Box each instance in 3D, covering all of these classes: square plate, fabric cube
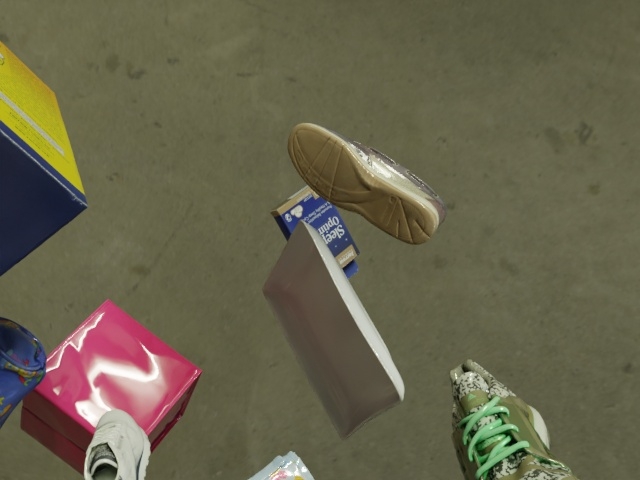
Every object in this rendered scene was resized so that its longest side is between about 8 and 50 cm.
[{"bbox_3d":[0.019,0.169,1.466,0.049,0.347,0.344,-22,74,-24],"label":"square plate"},{"bbox_3d":[-0.445,0.337,1.716,0.258,0.259,0.254,35,50,5],"label":"fabric cube"}]

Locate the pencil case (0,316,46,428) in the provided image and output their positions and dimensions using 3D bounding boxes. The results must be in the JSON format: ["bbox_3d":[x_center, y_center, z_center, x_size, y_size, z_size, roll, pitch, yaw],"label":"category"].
[{"bbox_3d":[-0.561,0.273,1.310,0.133,0.119,0.306,34,102,-17],"label":"pencil case"}]

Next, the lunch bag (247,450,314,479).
[{"bbox_3d":[-0.030,0.177,0.498,0.071,0.053,0.083,-35,120,-24],"label":"lunch bag"}]

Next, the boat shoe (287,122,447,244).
[{"bbox_3d":[0.075,-0.098,1.294,0.285,0.103,0.092,34,32,18],"label":"boat shoe"}]

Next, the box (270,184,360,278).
[{"bbox_3d":[0.000,0.000,1.715,0.136,0.036,0.225,-38,108,-33],"label":"box"}]

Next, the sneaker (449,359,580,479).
[{"bbox_3d":[0.228,0.273,1.092,0.158,0.410,0.182,-35,94,5],"label":"sneaker"}]

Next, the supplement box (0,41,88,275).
[{"bbox_3d":[-0.476,-0.135,1.093,0.194,0.195,0.356,-38,41,3],"label":"supplement box"}]

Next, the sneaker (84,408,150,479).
[{"bbox_3d":[-0.326,0.335,1.273,0.090,0.095,0.235,-25,32,-2],"label":"sneaker"}]
